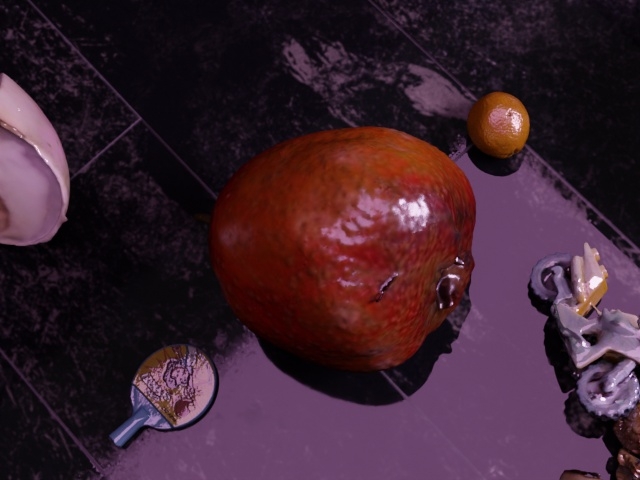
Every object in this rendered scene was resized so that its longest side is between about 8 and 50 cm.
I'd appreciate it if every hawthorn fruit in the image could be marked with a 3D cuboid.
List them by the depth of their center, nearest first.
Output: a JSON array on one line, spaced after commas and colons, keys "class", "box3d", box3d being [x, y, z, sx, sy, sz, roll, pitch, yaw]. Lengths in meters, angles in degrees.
[{"class": "hawthorn fruit", "box3d": [0.000, 0.000, 1.389, 0.369, 0.285, 0.284, 7, 73, 31]}]

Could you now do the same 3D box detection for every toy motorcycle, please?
[{"class": "toy motorcycle", "box3d": [0.335, 0.100, 1.393, 0.130, 0.094, 0.229, -24, 52, 10]}]

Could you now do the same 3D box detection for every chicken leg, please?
[{"class": "chicken leg", "box3d": [0.425, 0.247, 1.343, 0.196, 0.080, 0.125, 20, 65, 15]}]

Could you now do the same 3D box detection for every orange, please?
[{"class": "orange", "box3d": [0.224, -0.144, 1.491, 0.085, 0.085, 0.085, -2, 73, 5]}]

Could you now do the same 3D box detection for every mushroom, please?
[{"class": "mushroom", "box3d": [-0.397, -0.091, 1.526, 0.162, 0.173, 0.236, 34, 122, -22]}]

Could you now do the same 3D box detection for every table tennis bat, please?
[{"class": "table tennis bat", "box3d": [-0.196, 0.194, 1.465, 0.155, 0.019, 0.100, -42, 75, -9]}]

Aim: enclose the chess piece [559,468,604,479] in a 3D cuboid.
[{"class": "chess piece", "box3d": [0.286, 0.410, 1.292, 0.137, 0.137, 0.300, 18, 75, 11]}]
